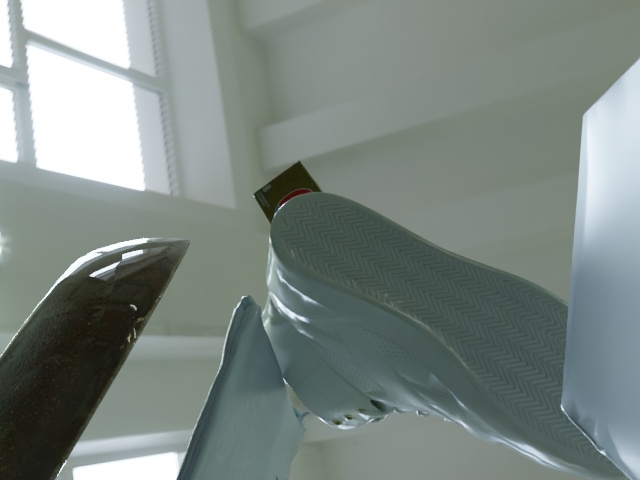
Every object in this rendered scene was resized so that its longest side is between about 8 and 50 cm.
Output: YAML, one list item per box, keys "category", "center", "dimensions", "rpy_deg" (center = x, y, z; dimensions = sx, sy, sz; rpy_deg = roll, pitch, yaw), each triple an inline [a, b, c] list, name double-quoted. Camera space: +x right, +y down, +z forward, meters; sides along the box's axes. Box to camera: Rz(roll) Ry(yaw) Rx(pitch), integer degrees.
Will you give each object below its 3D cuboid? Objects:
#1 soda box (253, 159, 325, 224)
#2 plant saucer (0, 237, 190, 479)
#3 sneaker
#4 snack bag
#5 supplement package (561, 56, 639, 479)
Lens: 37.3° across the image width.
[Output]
- category: "soda box"
  center: [0.000, 0.000, 0.902]
  dimensions: [0.061, 0.058, 0.181]
  rpy_deg: [-36, -140, 2]
- category: "plant saucer"
  center: [-0.166, 0.121, 0.484]
  dimensions: [0.050, 0.310, 0.310]
  rpy_deg: [33, -77, -8]
- category: "sneaker"
  center: [0.085, 0.095, 0.690]
  dimensions: [0.292, 0.108, 0.169]
  rpy_deg: [33, -35, 13]
- category: "snack bag"
  center: [-0.087, 0.235, 0.653]
  dimensions: [0.037, 0.323, 0.342]
  rpy_deg: [14, -114, 12]
- category: "supplement package"
  center: [0.209, 0.013, 0.349]
  dimensions: [0.203, 0.194, 0.149]
  rpy_deg: [4, -91, 6]
